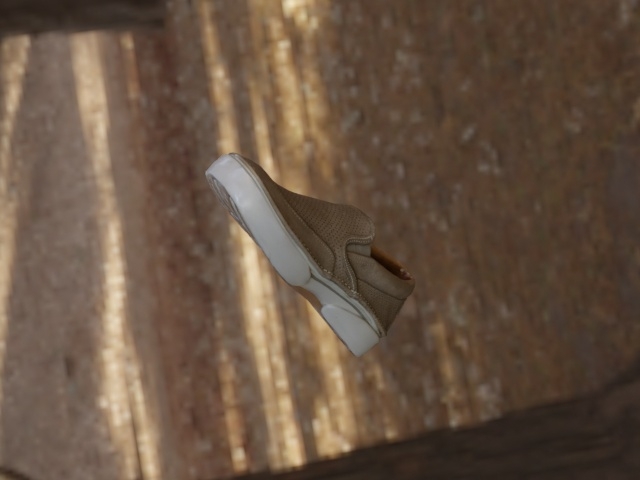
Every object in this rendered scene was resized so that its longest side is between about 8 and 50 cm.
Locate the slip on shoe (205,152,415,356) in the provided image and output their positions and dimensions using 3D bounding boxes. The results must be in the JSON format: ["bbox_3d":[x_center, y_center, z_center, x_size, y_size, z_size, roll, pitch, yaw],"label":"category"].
[{"bbox_3d":[0.000,0.000,0.633,0.051,0.041,0.135,49,179,41],"label":"slip on shoe"}]
